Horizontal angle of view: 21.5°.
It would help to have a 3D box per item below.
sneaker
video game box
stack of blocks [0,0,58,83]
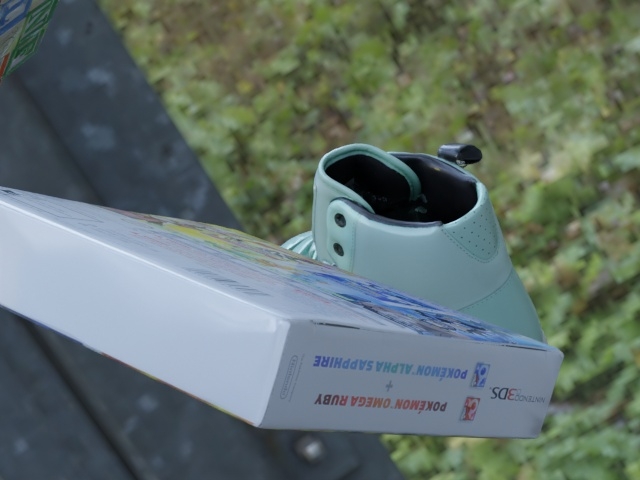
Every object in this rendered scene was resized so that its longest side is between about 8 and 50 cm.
[{"bbox_3d":[0.001,0.000,0.948,0.256,0.151,0.094,8,43,32],"label":"sneaker"},{"bbox_3d":[-0.032,0.029,0.709,0.205,0.048,0.187,20,8,39],"label":"video game box"},{"bbox_3d":[-0.295,-0.140,1.282,0.171,0.087,0.297,-46,-5,-38],"label":"stack of blocks"}]
